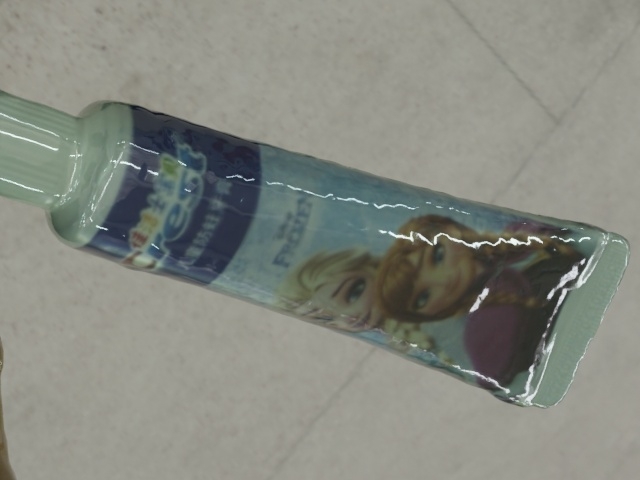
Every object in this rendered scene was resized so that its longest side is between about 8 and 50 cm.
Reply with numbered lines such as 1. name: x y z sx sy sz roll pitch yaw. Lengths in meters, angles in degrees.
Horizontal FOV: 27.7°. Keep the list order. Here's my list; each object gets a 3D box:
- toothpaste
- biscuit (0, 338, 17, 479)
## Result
1. toothpaste: 0.000 0.000 0.352 0.216 0.037 0.062 18 104 -32
2. biscuit: -0.239 0.118 0.374 0.074 0.381 0.359 24 85 -62
